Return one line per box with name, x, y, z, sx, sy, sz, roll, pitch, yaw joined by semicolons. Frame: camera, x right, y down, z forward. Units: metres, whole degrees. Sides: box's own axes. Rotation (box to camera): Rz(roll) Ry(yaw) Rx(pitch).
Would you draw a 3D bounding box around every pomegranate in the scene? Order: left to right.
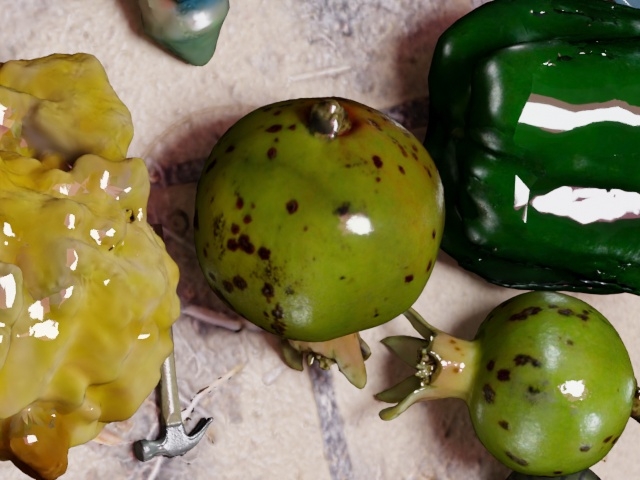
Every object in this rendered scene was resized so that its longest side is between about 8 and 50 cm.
pomegranate;0.012;0.004;1.276;0.198;0.198;0.246;-41;114;-24
pomegranate;0.154;0.120;1.368;0.220;0.156;0.156;-6;91;12

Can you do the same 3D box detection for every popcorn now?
popcorn;-0.217;0.019;1.137;0.265;0.225;0.332;29;63;-20

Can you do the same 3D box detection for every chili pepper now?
chili pepper;0.211;-0.076;1.360;0.256;0.233;0.249;6;92;-25

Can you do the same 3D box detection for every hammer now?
hammer;-0.119;0.078;1.296;0.062;0.017;0.182;-4;89;-29

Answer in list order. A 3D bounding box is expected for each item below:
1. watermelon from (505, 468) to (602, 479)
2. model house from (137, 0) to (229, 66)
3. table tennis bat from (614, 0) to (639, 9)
watermelon;0.197;0.235;1.398;0.105;0.133;0.105;0;90;3
model house;-0.032;-0.299;1.263;0.312;0.245;0.280;-28;131;-1
table tennis bat;0.264;-0.251;1.499;0.155;0.019;0.100;49;36;-5
